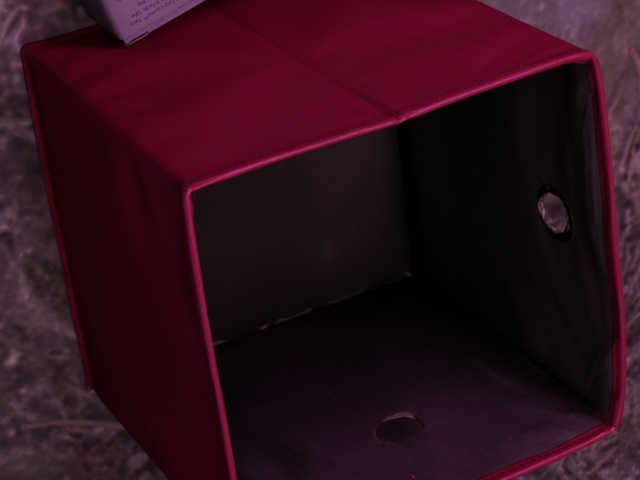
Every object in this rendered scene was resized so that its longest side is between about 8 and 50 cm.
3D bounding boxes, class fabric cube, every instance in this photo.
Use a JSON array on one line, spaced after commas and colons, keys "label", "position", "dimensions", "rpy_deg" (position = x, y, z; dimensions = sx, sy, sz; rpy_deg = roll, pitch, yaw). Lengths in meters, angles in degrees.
[{"label": "fabric cube", "position": [0.000, 0.000, 1.082], "dimensions": [0.259, 0.258, 0.254], "rpy_deg": [-19, 119, -21]}]

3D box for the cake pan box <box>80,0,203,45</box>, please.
[{"label": "cake pan box", "position": [-0.068, -0.277, 1.039], "dimensions": [0.267, 0.070, 0.246], "rpy_deg": [-33, 121, -13]}]
